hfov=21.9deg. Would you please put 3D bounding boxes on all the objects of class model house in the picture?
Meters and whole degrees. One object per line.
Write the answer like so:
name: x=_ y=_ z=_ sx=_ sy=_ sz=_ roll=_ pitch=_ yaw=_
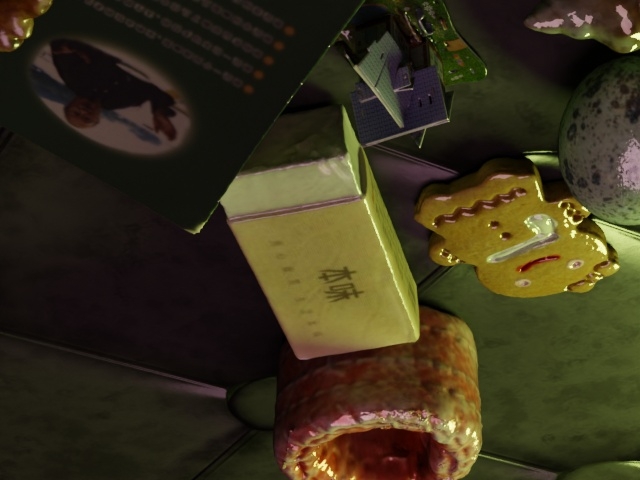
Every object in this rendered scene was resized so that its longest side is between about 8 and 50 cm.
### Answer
model house: x=0.071 y=-0.143 z=1.444 sx=0.117 sy=0.088 sz=0.167 roll=-15 pitch=144 yaw=19

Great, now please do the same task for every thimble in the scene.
thimble: x=0.068 y=0.183 z=1.871 sx=0.239 sy=0.162 sz=0.239 roll=-1 pitch=143 yaw=-1

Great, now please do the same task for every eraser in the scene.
eraser: x=0.000 y=0.000 z=1.665 sx=0.144 sy=0.078 sz=0.343 roll=-10 pitch=145 yaw=11

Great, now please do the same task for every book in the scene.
book: x=-0.137 y=-0.174 z=1.377 sx=0.260 sy=0.043 sz=0.371 roll=30 pitch=137 yaw=-11

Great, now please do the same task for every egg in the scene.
egg: x=0.280 y=-0.092 z=1.493 sx=0.132 sy=0.132 sz=0.172 roll=-5 pitch=135 yaw=5

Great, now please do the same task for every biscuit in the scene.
biscuit: x=0.207 y=-0.001 z=1.710 sx=0.184 sy=0.035 sz=0.249 roll=-20 pitch=142 yaw=26

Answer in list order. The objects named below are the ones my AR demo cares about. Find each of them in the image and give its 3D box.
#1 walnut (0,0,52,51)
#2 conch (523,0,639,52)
walnut: x=-0.265 y=-0.223 z=1.305 sx=0.170 sy=0.069 sz=0.143 roll=-20 pitch=115 yaw=36
conch: x=0.325 y=-0.252 z=1.253 sx=0.386 sy=0.169 sz=0.203 roll=-37 pitch=170 yaw=-7
